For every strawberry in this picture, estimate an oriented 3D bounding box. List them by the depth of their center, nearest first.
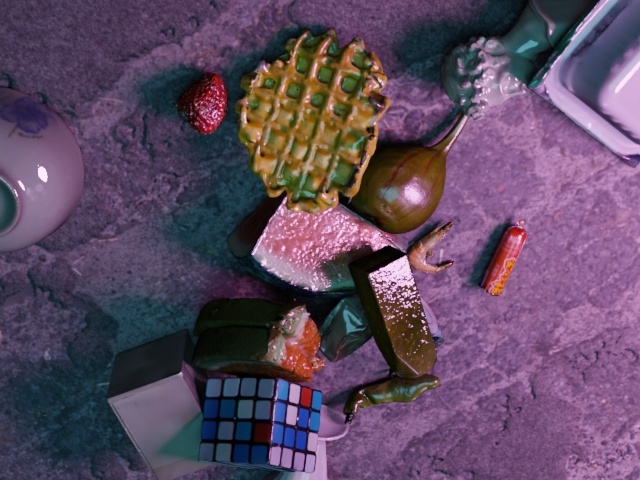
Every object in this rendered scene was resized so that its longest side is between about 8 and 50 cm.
[{"bbox_3d":[-0.187,-0.222,1.619,0.083,0.083,0.097,16,108,-11],"label":"strawberry"}]

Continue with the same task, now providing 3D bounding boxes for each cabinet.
[{"bbox_3d":[-0.273,0.303,1.838,0.150,0.145,0.206,-20,116,7],"label":"cabinet"}]

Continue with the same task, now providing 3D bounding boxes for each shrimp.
[{"bbox_3d":[0.211,0.014,1.784,0.083,0.023,0.114,32,117,-20],"label":"shrimp"}]

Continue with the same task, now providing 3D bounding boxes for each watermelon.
[{"bbox_3d":[0.000,0.000,1.708,0.318,0.148,0.226,-1,109,-4],"label":"watermelon"}]

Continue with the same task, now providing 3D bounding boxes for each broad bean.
[{"bbox_3d":[0.127,0.288,1.901,0.195,0.061,0.046,-22,141,-5],"label":"broad bean"}]

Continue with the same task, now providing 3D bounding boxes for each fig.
[{"bbox_3d":[0.159,-0.130,1.677,0.151,0.151,0.259,46,74,-22],"label":"fig"}]

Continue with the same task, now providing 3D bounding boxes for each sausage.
[{"bbox_3d":[0.329,0.028,1.785,0.050,0.048,0.145,15,113,-16],"label":"sausage"}]

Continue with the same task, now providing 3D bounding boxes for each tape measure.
[{"bbox_3d":[0.136,0.176,1.831,0.104,0.107,0.180,-6,147,-45],"label":"tape measure"}]

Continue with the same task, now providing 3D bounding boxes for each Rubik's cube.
[{"bbox_3d":[-0.104,0.324,1.774,0.155,0.151,0.154,-4,161,33],"label":"Rubik's cube"}]

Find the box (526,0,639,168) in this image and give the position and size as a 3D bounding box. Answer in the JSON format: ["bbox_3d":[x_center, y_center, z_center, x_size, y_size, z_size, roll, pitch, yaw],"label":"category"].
[{"bbox_3d":[0.517,-0.248,1.559,0.336,0.106,0.264,26,113,-37],"label":"box"}]

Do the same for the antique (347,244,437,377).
[{"bbox_3d":[0.125,0.126,1.676,0.080,0.081,0.221,-24,110,-15],"label":"antique"}]

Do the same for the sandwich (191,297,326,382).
[{"bbox_3d":[-0.109,0.180,1.732,0.292,0.109,0.212,2,153,35],"label":"sandwich"}]

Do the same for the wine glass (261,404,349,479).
[{"bbox_3d":[-0.023,0.422,1.907,0.164,0.165,0.197,10,112,-8],"label":"wine glass"}]

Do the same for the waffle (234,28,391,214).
[{"bbox_3d":[-0.009,-0.190,1.597,0.262,0.060,0.281,-25,84,17],"label":"waffle"}]

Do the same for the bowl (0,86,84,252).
[{"bbox_3d":[-0.535,-0.091,1.627,0.289,0.146,0.289,-1,117,-3],"label":"bowl"}]

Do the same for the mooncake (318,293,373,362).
[{"bbox_3d":[0.059,0.150,1.789,0.073,0.125,0.130,44,118,15],"label":"mooncake"}]

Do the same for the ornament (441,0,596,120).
[{"bbox_3d":[0.318,-0.306,1.579,0.285,0.130,0.120,-34,131,5],"label":"ornament"}]
